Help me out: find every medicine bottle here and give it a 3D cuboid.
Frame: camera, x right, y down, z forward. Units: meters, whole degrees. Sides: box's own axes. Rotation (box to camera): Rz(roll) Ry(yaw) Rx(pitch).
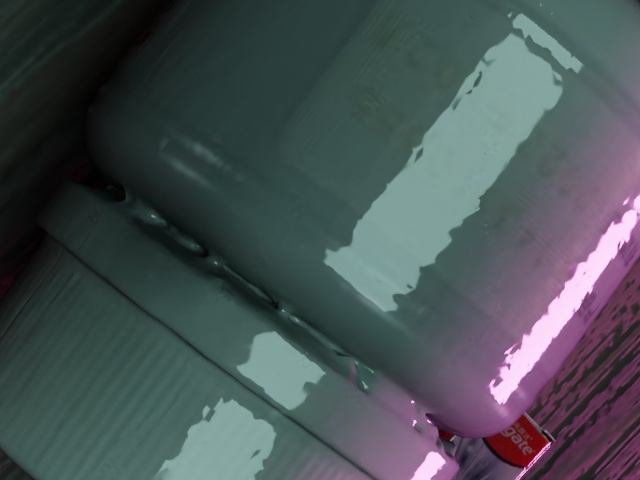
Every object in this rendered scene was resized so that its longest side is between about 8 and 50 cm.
[{"bbox_3d":[0.000,0.000,0.764,0.245,0.245,0.306,38,85,-24],"label":"medicine bottle"}]

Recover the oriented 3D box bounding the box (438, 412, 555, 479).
[{"bbox_3d":[0.034,0.169,0.926,0.218,0.039,0.055,-46,112,-8],"label":"box"}]
